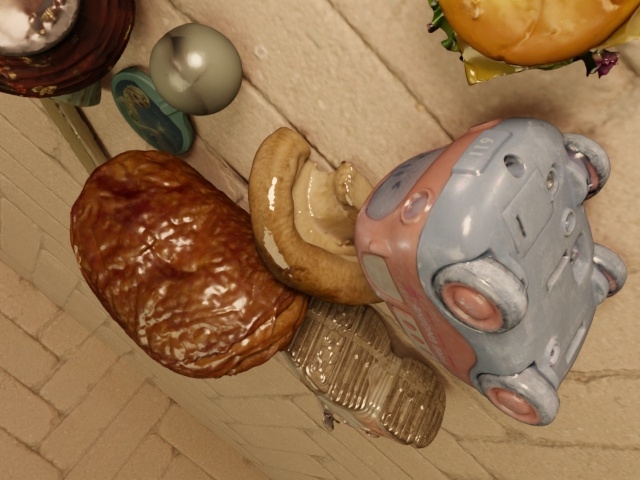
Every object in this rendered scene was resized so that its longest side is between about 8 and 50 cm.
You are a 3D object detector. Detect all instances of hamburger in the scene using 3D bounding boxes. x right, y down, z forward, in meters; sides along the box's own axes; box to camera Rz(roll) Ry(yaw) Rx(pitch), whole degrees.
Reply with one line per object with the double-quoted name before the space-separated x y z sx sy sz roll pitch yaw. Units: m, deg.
"hamburger" 0.150 -0.194 0.321 0.190 0.093 0.164 11 141 36

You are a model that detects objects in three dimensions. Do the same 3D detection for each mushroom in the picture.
"mushroom" 0.000 0.000 0.642 0.285 0.151 0.156 47 147 -15

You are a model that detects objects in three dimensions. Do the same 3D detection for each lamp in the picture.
"lamp" -0.336 -0.281 0.547 0.247 0.247 0.247 24 145 18
"lamp" -0.145 -0.198 0.573 0.105 0.105 0.105 24 145 18

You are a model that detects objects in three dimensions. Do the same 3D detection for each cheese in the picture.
"cheese" -0.449 -0.174 0.938 0.085 0.034 0.400 19 142 32

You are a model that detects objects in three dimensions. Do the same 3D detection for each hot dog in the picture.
"hot dog" -0.188 0.032 0.736 0.387 0.267 0.174 41 147 15

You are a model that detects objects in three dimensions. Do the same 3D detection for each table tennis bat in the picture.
"table tennis bat" -0.230 -0.193 0.722 0.237 0.038 0.149 -2 131 47

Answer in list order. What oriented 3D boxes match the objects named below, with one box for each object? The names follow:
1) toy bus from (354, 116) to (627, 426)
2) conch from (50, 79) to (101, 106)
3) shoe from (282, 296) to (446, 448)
"toy bus" 0.152 0.025 0.512 0.232 0.197 0.294 12 142 49
"conch" -0.388 -0.256 0.714 0.135 0.153 0.102 44 121 6
"shoe" 0.040 0.238 0.879 0.351 0.172 0.198 45 149 -9
